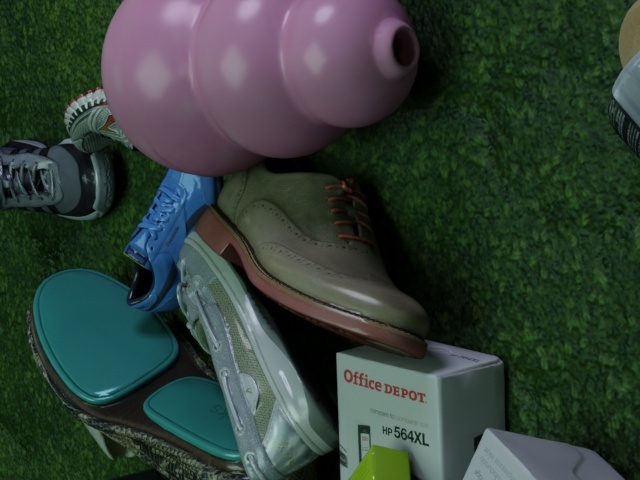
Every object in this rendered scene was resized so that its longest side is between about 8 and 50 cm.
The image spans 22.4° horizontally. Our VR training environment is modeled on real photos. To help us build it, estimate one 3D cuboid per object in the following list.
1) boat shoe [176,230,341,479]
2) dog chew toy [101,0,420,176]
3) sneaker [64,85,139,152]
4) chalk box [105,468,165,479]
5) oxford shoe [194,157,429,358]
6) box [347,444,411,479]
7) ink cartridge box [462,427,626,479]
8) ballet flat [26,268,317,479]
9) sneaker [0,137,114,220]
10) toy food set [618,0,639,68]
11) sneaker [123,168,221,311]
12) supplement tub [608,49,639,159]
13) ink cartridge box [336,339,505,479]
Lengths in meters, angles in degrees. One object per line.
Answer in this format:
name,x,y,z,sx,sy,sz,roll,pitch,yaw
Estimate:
boat shoe,-0.081,0.109,1.611,0.103,0.118,0.320,-37,48,3
dog chew toy,-0.049,-0.165,1.495,0.332,0.206,0.207,-1,97,43
sneaker,-0.213,-0.132,1.802,0.225,0.088,0.093,-20,82,53
chalk box,-0.233,0.382,1.819,0.289,0.180,0.179,-147,48,-66
oxford shoe,0.000,0.000,1.502,0.348,0.123,0.130,34,96,50
box,0.044,0.277,1.374,0.178,0.042,0.109,-92,24,-46
ink cartridge box,0.153,0.356,1.289,0.207,0.119,0.353,45,117,58
ballet flat,-0.172,0.199,1.780,0.483,0.164,0.182,29,138,44
sneaker,-0.366,-0.070,1.963,0.268,0.153,0.101,7,103,52
toy food set,0.260,-0.148,1.226,0.083,0.020,0.083,50,134,35
sneaker,-0.165,-0.014,1.769,0.069,0.082,0.209,40,124,45
supplement tub,0.296,-0.057,1.117,0.190,0.117,0.117,55,136,30
ink cartridge box,0.091,0.200,1.469,0.148,0.086,0.203,8,104,52
